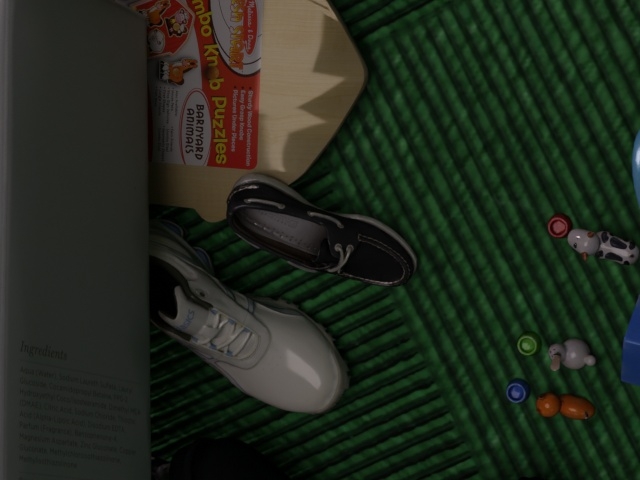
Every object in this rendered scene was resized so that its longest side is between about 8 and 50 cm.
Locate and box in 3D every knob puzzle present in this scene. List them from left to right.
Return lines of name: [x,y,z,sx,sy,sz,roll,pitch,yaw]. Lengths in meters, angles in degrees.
knob puzzle: [-0.060,-0.108,1.209,0.213,0.030,0.213,2,97,19]

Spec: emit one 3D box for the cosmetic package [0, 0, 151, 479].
cosmetic package: [-0.225,0.043,1.140,0.217,0.156,0.385,-6,75,28]

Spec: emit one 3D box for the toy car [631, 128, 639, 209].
toy car: [0.285,-0.125,1.008,0.219,0.210,0.238,-13,80,32]

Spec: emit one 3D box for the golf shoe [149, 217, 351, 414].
golf shoe: [-0.065,0.056,1.205,0.176,0.086,0.069,33,105,11]

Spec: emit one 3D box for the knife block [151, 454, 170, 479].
knife block: [-0.240,0.148,1.277,0.242,0.088,0.276,-36,84,19]

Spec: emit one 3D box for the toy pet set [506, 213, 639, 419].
toy pet set: [0.168,0.058,1.133,0.114,0.065,0.122,15,102,17]

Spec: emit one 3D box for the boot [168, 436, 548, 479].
boot: [0.051,0.188,1.174,0.207,0.094,0.246,-32,93,24]

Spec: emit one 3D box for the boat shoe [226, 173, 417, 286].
boat shoe: [0.000,0.000,1.181,0.125,0.038,0.046,28,120,-7]
